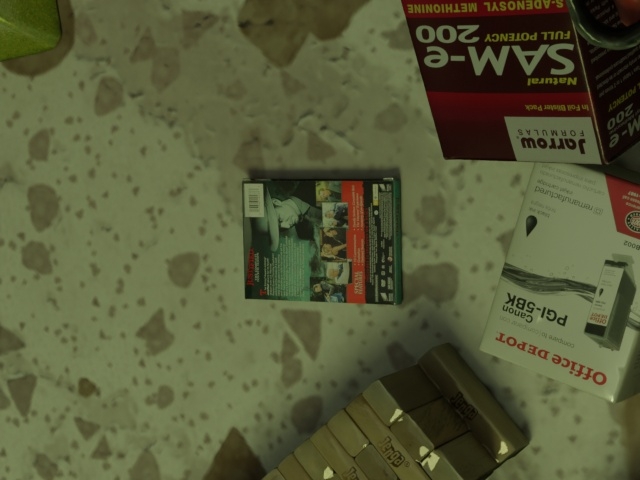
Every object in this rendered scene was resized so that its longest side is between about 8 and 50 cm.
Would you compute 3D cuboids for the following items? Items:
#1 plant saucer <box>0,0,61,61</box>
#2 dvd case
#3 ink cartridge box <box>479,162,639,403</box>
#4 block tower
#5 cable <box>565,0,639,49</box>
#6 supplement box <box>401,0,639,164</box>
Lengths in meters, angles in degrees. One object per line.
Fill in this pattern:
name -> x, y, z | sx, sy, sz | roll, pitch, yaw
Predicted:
plant saucer -> -0.298, -0.223, 1.285 | 0.188, 0.045, 0.188 | -9, 91, 28
dvd case -> 0.000, 0.000, 1.169 | 0.119, 0.013, 0.087 | 0, 95, 26
ink cartridge box -> 0.168, 0.021, 1.058 | 0.099, 0.056, 0.135 | 20, 103, 24
block tower -> -0.017, 0.210, 1.153 | 0.335, 0.097, 0.091 | -44, 76, 23
cable -> 0.152, -0.221, 0.914 | 0.139, 0.072, 0.287 | -34, 106, 4
supplement box -> 0.111, -0.167, 0.999 | 0.130, 0.073, 0.239 | 4, 121, 44
